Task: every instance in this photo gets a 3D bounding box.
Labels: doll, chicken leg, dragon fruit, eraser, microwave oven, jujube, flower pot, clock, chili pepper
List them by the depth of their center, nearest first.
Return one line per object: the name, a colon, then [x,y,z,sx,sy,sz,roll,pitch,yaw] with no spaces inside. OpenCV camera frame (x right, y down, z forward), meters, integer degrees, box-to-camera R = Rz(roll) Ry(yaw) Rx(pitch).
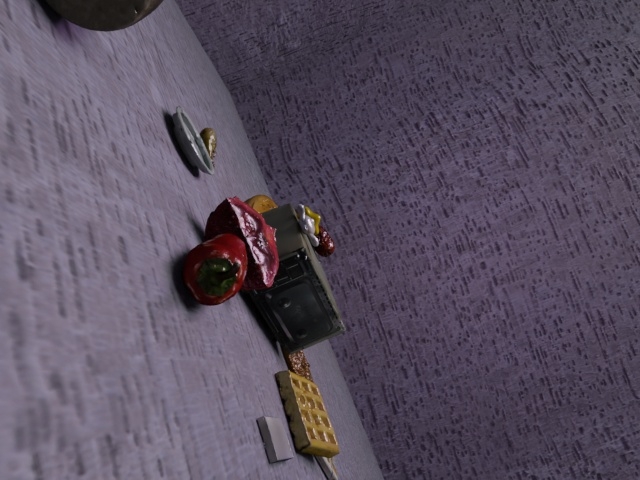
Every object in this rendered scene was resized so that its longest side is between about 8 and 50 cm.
flower pot: [-0.432,-0.591,1.014,0.330,0.294,0.293,-103,171,-50]
chili pepper: [-0.226,0.072,1.056,0.338,0.131,0.134,-123,-145,-79]
eraser: [-0.107,0.474,1.195,0.150,0.023,0.103,64,4,-66]
dragon fruit: [-0.207,0.015,1.407,0.212,0.134,0.261,-19,86,-61]
doll: [-0.033,-0.046,1.563,0.113,0.072,0.135,22,48,-74]
clock: [-0.412,-0.307,1.584,0.236,0.053,0.236,156,-90,-89]
microwave oven: [-0.118,0.129,1.686,0.333,0.247,0.394,-108,175,-55]
jujube: [0.000,0.000,1.788,0.129,0.077,0.077,56,-3,24]
chicken leg: [-0.413,-0.339,1.859,0.093,0.070,0.178,76,0,-61]

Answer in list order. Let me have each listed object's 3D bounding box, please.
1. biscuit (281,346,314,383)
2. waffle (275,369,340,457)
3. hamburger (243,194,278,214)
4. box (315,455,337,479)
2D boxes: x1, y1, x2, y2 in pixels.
biscuit: [-0.085,0.449,1.885,0.305,0.038,0.305,-23,90,-88]
waffle: [-0.037,0.527,1.518,0.221,0.055,0.247,45,17,-53]
hamburger: [-0.221,-0.023,1.963,0.304,0.174,0.284,60,14,-5]
box: [-0.003,0.669,1.628,0.122,0.032,0.220,-107,173,-67]
